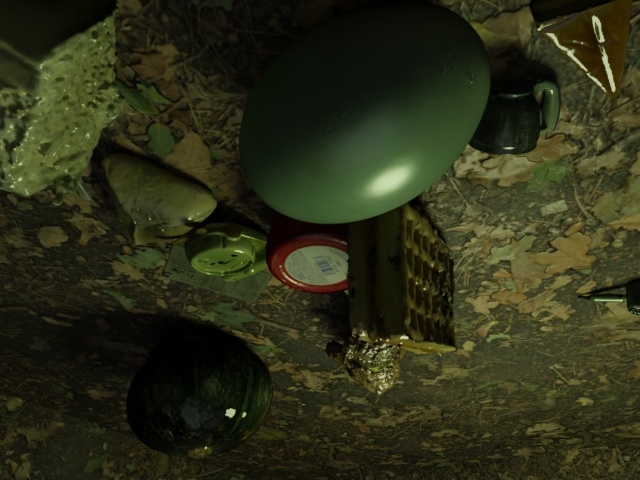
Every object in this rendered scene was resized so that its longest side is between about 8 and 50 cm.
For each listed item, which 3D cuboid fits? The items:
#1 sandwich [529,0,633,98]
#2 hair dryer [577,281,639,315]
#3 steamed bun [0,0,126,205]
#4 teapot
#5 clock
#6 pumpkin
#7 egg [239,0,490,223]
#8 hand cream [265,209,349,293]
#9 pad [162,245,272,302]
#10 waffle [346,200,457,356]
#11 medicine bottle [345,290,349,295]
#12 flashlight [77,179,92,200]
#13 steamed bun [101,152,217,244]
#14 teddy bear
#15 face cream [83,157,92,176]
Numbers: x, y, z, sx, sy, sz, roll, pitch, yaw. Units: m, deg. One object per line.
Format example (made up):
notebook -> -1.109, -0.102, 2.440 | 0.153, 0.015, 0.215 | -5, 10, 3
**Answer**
sandwich -> 0.368, -0.276, 0.659 | 0.114, 0.079, 0.163 | -10, 139, 19
hair dryer -> 0.725, 0.142, 1.131 | 0.150, 0.071, 0.047 | -2, 140, 32
steamed bun -> -0.396, -0.251, 0.626 | 0.274, 0.290, 0.272 | 35, 118, -20
teapot -> 0.317, -0.201, 0.730 | 0.149, 0.111, 0.108 | 3, 126, 10
clock -> -0.228, 0.021, 1.026 | 0.170, 0.069, 0.232 | -23, 149, 30
pumpkin -> -0.372, 0.492, 1.422 | 0.455, 0.343, 0.454 | 2, 145, 1
egg -> 0.048, -0.171, 0.657 | 0.389, 0.276, 0.276 | -28, 130, 32
hand cream -> 0.000, 0.000, 0.963 | 0.231, 0.149, 0.230 | 1, 140, 1
pad -> -0.275, 0.096, 1.206 | 0.265, 0.009, 0.159 | 19, 137, -16
waffle -> 0.175, 0.089, 0.885 | 0.114, 0.260, 0.376 | -10, 158, 26
medicine bottle -> 0.085, 0.109, 1.142 | 0.074, 0.073, 0.218 | -22, 135, 28
flashlight -> -0.514, -0.121, 0.968 | 0.018, 0.018, 0.083 | -1, 139, 6
steamed bun -> -0.357, -0.055, 0.964 | 0.231, 0.110, 0.212 | 22, 137, -16
teddy bear -> 0.133, 0.283, 1.255 | 0.247, 0.296, 0.222 | -5, 105, 3
face cream -> -0.550, -0.178, 0.877 | 0.199, 0.057, 0.084 | 11, 140, -10
